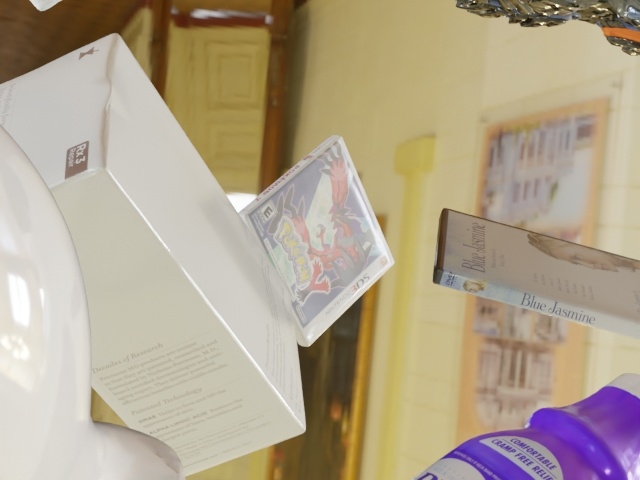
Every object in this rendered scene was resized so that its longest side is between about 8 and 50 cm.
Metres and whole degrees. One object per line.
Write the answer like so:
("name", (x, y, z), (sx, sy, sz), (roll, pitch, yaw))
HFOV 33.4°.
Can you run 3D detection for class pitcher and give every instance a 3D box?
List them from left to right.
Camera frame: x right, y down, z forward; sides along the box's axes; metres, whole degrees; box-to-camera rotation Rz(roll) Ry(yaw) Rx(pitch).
("pitcher", (-0.156, 0.050, 0.354), (0.177, 0.125, 0.207), (-17, 132, -1))

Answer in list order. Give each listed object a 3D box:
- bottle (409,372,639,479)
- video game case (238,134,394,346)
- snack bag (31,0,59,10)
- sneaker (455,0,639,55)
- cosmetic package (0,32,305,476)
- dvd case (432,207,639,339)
("bottle", (0.114, 0.182, 0.668), (0.282, 0.092, 0.118), (-30, -142, -22))
("video game case", (0.000, 0.000, 1.337), (0.023, 0.201, 0.183), (7, -140, 47))
("snack bag", (-0.323, -0.498, 1.383), (0.323, 0.343, 0.037), (-32, 174, -11))
("sneaker", (0.125, -0.149, 0.520), (0.221, 0.087, 0.083), (16, 178, -5))
("cosmetic package", (-0.165, 0.025, 1.025), (0.156, 0.217, 0.385), (-23, 128, 12))
("dvd case", (0.246, 0.035, 1.142), (0.252, 0.022, 0.180), (15, -156, 2))
